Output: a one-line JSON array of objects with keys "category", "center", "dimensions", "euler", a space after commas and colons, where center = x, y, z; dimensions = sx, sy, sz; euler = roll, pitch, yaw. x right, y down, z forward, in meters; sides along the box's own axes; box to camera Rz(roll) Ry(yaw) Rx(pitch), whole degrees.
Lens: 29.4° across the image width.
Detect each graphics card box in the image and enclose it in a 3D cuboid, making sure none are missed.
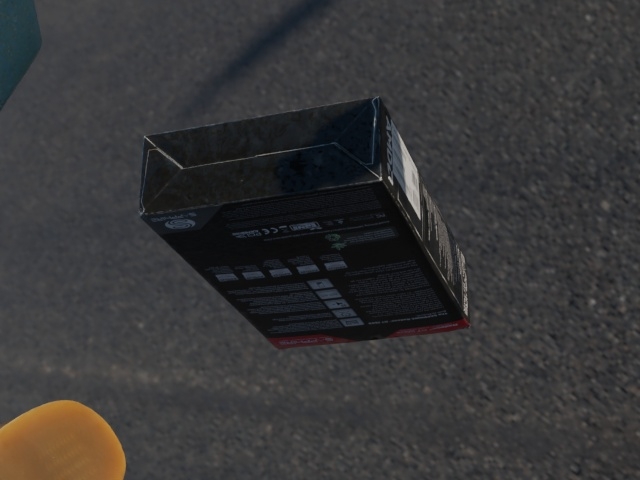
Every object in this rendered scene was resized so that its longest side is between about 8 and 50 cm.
[{"category": "graphics card box", "center": [0.000, 0.000, 1.217], "dimensions": [0.233, 0.371, 0.094], "euler": [-8, 65, 17]}]

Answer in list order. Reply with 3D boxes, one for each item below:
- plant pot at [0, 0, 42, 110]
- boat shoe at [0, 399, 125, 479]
[{"category": "plant pot", "center": [-0.349, -0.159, 0.853], "dimensions": [0.247, 0.252, 0.248], "euler": [4, 59, 46]}, {"category": "boat shoe", "center": [-0.157, 0.118, 0.457], "dimensions": [0.073, 0.207, 0.073], "euler": [-32, 79, 25]}]
